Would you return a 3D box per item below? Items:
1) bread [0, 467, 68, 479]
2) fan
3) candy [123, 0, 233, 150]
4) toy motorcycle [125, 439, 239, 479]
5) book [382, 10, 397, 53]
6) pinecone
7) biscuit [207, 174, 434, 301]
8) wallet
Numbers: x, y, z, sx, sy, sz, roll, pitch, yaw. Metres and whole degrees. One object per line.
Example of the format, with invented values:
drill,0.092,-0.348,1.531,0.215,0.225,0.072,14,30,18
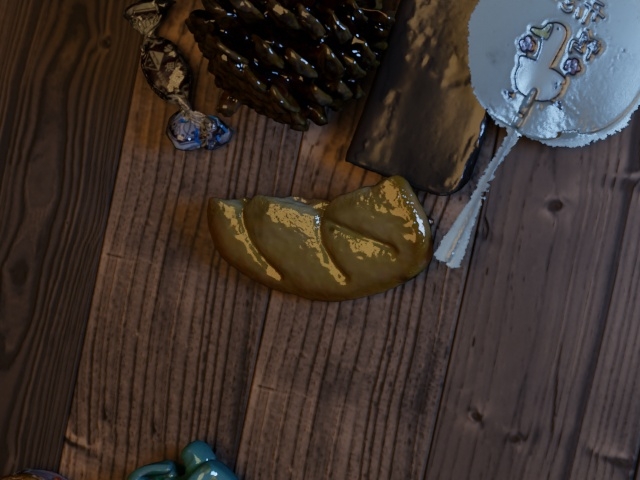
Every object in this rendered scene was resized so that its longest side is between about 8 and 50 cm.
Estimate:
bread,-0.388,0.388,1.919,0.160,0.073,0.160,-1,86,19
fan,0.244,-0.155,1.703,0.233,0.012,0.415,31,93,-2
candy,-0.191,-0.218,1.873,0.094,0.051,0.226,-28,83,5
toy motorcycle,-0.154,0.366,1.836,0.296,0.109,0.198,20,86,19
book,0.132,-0.200,1.783,0.118,0.012,0.172,5,91,19
pinecone,-0.031,-0.250,1.730,0.257,0.243,0.243,-33,77,-26
biscuit,-0.001,0.004,1.791,0.299,0.045,0.154,-6,104,25
wallet,0.150,-0.216,1.747,0.165,0.042,0.309,20,96,18
